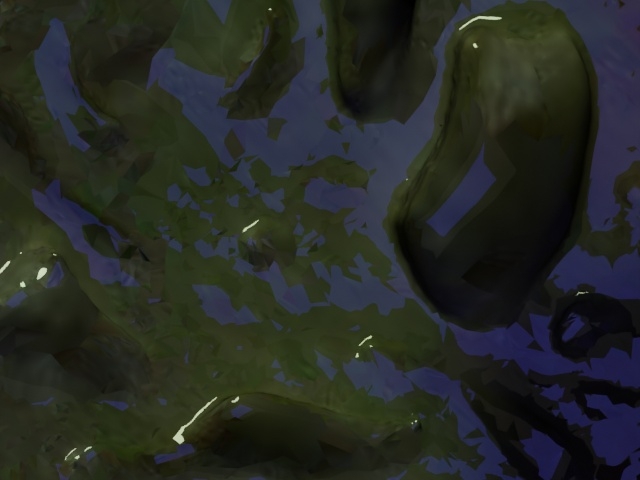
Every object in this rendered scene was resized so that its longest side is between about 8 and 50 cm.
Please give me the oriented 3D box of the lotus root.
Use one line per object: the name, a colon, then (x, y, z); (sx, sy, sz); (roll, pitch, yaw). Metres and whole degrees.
lotus root: (0.000, 0.000, 0.639); (0.375, 0.111, 0.390); (41, 98, 10)
